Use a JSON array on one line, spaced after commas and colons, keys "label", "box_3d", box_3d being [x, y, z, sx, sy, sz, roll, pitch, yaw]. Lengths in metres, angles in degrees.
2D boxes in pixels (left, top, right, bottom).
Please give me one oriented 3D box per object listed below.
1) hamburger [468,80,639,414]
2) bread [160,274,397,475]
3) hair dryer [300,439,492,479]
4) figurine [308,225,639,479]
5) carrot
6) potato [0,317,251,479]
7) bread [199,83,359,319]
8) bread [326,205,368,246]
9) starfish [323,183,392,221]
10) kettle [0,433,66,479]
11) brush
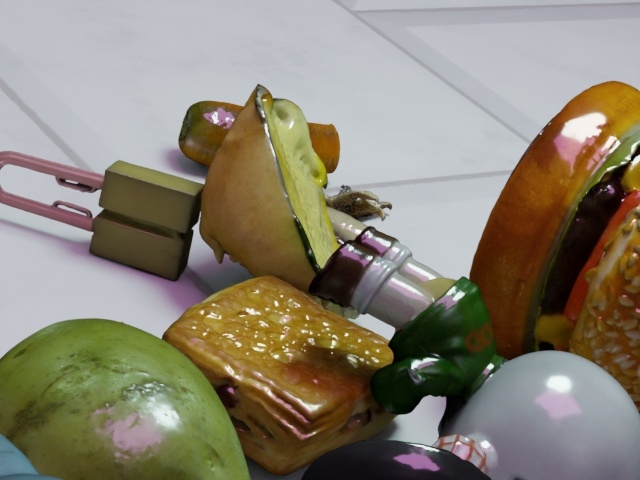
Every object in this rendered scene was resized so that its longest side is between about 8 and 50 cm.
[{"label": "hamburger", "box_3d": [0.317, 0.019, 1.904, 0.250, 0.330, 0.330, 28, 30, 22]}, {"label": "bread", "box_3d": [-0.039, 0.130, 1.764, 0.210, 0.099, 0.235, 28, 24, 20]}, {"label": "hair dryer", "box_3d": [0.078, 0.344, 1.298, 0.156, 0.284, 0.320, -17, 45, 27]}, {"label": "figurine", "box_3d": [0.152, 0.136, 1.686, 0.370, 0.167, 0.281, 43, 23, 7]}, {"label": "carrot", "box_3d": [-0.071, -0.116, 2.235, 0.193, 0.087, 0.087, 10, 27, -18]}, {"label": "potato", "box_3d": [-0.169, 0.173, 1.495, 0.216, 0.215, 0.304, 5, 31, -18]}, {"label": "bread", "box_3d": [-0.057, -0.024, 1.963, 0.174, 0.133, 0.251, 25, 45, -64]}, {"label": "bread", "box_3d": [0.000, 0.000, 2.055, 0.214, 0.073, 0.053, 26, 30, 18]}, {"label": "starfish", "box_3d": [0.019, -0.050, 2.197, 0.130, 0.041, 0.133, 21, 0, 1]}, {"label": "kettle", "box_3d": [-0.209, 0.272, 1.127, 0.247, 0.342, 0.319, -7, 33, -35]}, {"label": "brush", "box_3d": [-0.245, -0.042, 1.984, 0.233, 0.103, 0.047, 17, 24, 7]}]
